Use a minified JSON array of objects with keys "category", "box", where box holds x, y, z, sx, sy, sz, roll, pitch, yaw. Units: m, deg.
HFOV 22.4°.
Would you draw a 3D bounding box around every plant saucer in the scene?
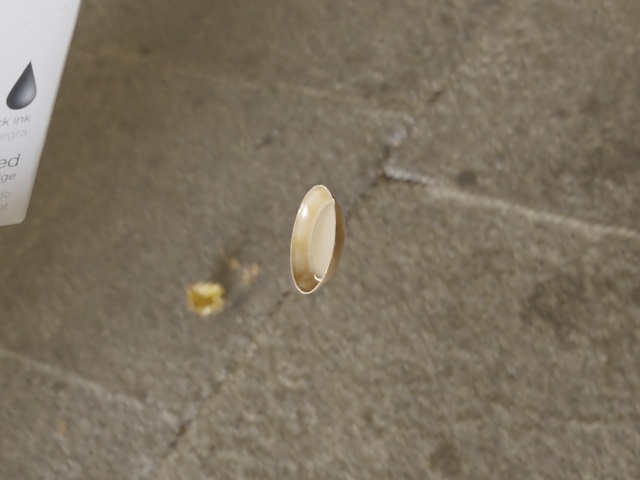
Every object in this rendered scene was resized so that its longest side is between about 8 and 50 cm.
[{"category":"plant saucer","box":[0.000,0.000,1.223,0.015,0.083,0.083,8,36,-23]}]

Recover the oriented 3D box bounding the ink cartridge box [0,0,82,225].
[{"category":"ink cartridge box","box":[-0.167,-0.104,0.555,0.160,0.219,0.092,-11,50,-34]}]
